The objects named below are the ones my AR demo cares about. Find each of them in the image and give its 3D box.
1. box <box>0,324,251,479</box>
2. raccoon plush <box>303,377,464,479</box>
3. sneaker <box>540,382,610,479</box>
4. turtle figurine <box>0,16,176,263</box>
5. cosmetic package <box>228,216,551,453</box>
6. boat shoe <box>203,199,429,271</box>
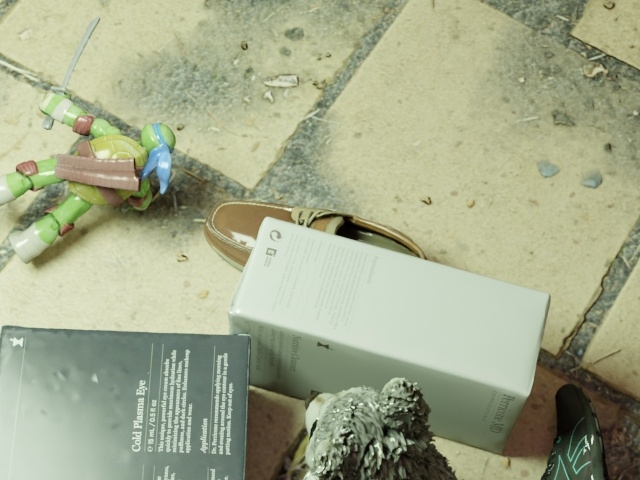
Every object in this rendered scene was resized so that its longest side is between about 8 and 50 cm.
[{"bbox_3d":[-0.248,0.296,1.892,0.313,0.179,0.343,3,62,-3],"label":"box"},{"bbox_3d":[0.161,0.334,1.832,0.446,0.299,0.216,26,63,9],"label":"raccoon plush"},{"bbox_3d":[0.322,0.303,1.973,0.106,0.101,0.267,-13,51,10],"label":"sneaker"},{"bbox_3d":[-0.330,-0.105,2.115,0.266,0.198,0.274,-30,57,-2],"label":"turtle figurine"},{"bbox_3d":[0.086,0.126,1.987,0.385,0.217,0.156,16,62,7],"label":"cosmetic package"},{"bbox_3d":[0.000,0.000,2.100,0.325,0.116,0.123,14,62,3],"label":"boat shoe"}]
